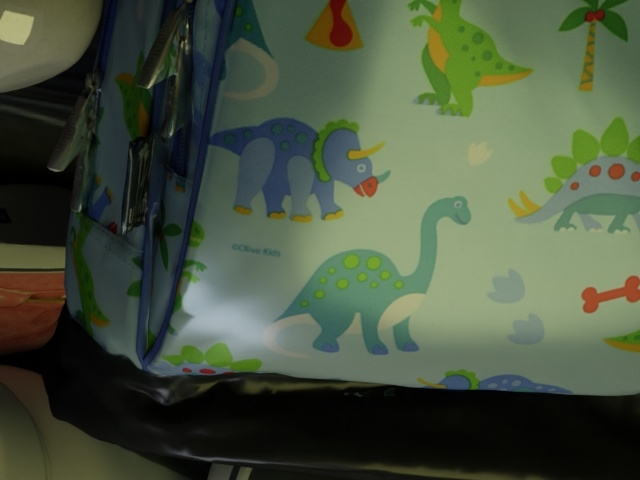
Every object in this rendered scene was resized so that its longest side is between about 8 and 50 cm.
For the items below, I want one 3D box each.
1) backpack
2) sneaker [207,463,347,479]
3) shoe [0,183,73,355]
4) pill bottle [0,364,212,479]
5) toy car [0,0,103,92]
[{"bbox_3d":[0.046,-0.080,0.786,0.290,0.273,0.355,7,92,-8],"label":"backpack"},{"bbox_3d":[0.081,0.193,1.035,0.127,0.126,0.321,-1,143,49],"label":"sneaker"},{"bbox_3d":[-0.192,0.014,0.944,0.178,0.063,0.081,4,130,-35],"label":"shoe"},{"bbox_3d":[-0.145,0.154,1.008,0.161,0.161,0.283,-34,151,11],"label":"pill bottle"},{"bbox_3d":[-0.174,-0.120,0.764,0.182,0.159,0.136,-17,177,-9],"label":"toy car"}]
